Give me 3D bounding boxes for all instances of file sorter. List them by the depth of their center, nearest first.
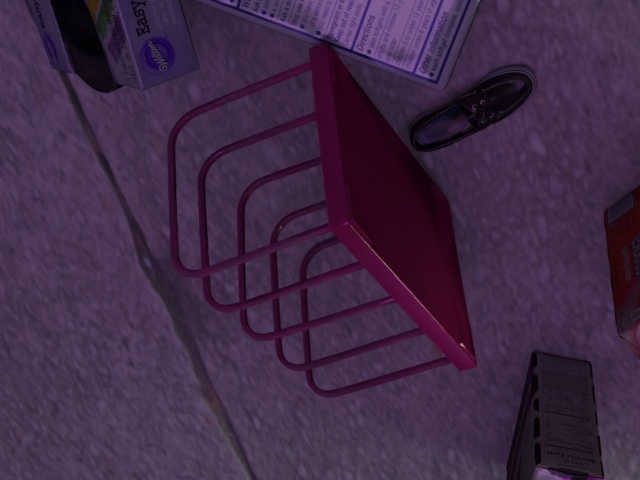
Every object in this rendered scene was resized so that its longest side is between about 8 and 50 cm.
[{"bbox_3d":[0.000,0.000,1.318,0.182,0.202,0.290,-20,143,19],"label":"file sorter"}]

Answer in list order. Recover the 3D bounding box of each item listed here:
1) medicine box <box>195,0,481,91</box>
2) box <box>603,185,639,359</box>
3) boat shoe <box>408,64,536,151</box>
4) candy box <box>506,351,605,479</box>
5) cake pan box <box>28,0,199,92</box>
[{"bbox_3d":[0.030,-0.320,1.263,0.289,0.149,0.263,20,116,-1],"label":"medicine box"},{"bbox_3d":[0.371,0.032,1.289,0.154,0.300,0.142,-39,102,20],"label":"box"},{"bbox_3d":[0.153,-0.127,1.391,0.142,0.040,0.049,-28,107,19],"label":"boat shoe"},{"bbox_3d":[0.240,0.242,1.439,0.071,0.233,0.159,10,115,4],"label":"candy box"},{"bbox_3d":[-0.219,-0.271,1.278,0.070,0.246,0.267,-25,113,-22],"label":"cake pan box"}]
